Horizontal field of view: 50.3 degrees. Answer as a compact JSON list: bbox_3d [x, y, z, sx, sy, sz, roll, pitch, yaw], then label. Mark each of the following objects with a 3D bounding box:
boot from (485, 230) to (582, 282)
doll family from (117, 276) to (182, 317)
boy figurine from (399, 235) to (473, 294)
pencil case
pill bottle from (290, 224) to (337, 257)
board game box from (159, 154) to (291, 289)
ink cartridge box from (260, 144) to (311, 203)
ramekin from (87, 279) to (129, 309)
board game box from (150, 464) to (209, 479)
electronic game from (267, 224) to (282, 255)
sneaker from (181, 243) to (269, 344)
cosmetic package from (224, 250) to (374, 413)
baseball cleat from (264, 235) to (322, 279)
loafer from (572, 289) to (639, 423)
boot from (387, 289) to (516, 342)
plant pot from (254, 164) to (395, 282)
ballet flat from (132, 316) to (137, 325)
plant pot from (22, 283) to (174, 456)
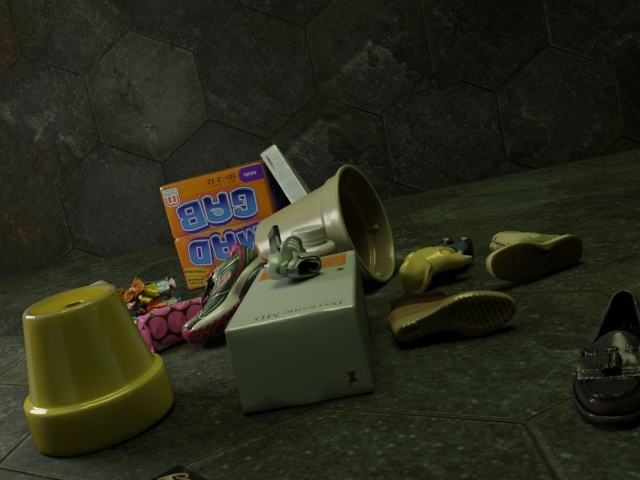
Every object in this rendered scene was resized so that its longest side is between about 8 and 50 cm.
[{"bbox_3d":[0.467,0.032,1.652,0.261,0.095,0.203,-14,10,-23],"label":"boot"},{"bbox_3d":[-0.534,0.158,2.080,0.163,0.118,0.263,-16,11,-22],"label":"doll family"},{"bbox_3d":[0.295,0.058,1.732,0.177,0.092,0.285,-4,13,36],"label":"boy figurine"},{"bbox_3d":[-0.345,0.206,1.679,0.209,0.098,0.095,-19,-33,-34],"label":"pencil case"},{"bbox_3d":[-0.009,0.075,1.634,0.117,0.215,0.117,-11,9,2],"label":"pill bottle"},{"bbox_3d":[-0.286,-0.076,2.375,0.356,0.356,0.356,-13,9,12],"label":"board game box"},{"bbox_3d":[-0.046,-0.115,2.232,0.071,0.330,0.324,-33,-26,4],"label":"ink cartridge box"},{"bbox_3d":[-0.640,0.195,1.854,0.207,0.109,0.207,-30,2,1],"label":"ramekin"},{"bbox_3d":[-0.171,0.346,0.791,0.165,0.042,0.243,-20,13,-39],"label":"board game box"},{"bbox_3d":[-0.091,0.074,1.694,0.048,0.229,0.229,-11,10,-3],"label":"electronic game"},{"bbox_3d":[-0.243,0.132,1.659,0.299,0.112,0.121,-52,-3,-41],"label":"sneaker"},{"bbox_3d":[-0.025,0.158,1.344,0.230,0.162,0.453,-11,10,4],"label":"cosmetic package"},{"bbox_3d":[-0.044,0.042,1.400,0.109,0.072,0.206,4,18,12],"label":"baseball cleat"},{"bbox_3d":[0.423,0.158,0.985,0.109,0.095,0.302,-7,11,30],"label":"loafer"},{"bbox_3d":[0.255,0.128,1.375,0.248,0.090,0.207,-14,11,9],"label":"boot"},{"bbox_3d":[0.000,0.000,1.894,0.305,0.334,0.334,-20,5,25],"label":"plant pot"},{"bbox_3d":[-0.508,0.241,1.752,0.079,0.077,0.221,-40,18,-30],"label":"ballet flat"},{"bbox_3d":[-0.416,0.216,1.224,0.254,0.239,0.254,-11,13,3],"label":"plant pot"}]
